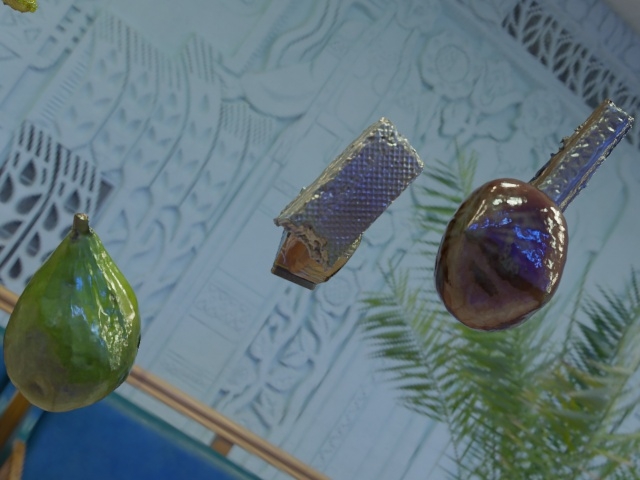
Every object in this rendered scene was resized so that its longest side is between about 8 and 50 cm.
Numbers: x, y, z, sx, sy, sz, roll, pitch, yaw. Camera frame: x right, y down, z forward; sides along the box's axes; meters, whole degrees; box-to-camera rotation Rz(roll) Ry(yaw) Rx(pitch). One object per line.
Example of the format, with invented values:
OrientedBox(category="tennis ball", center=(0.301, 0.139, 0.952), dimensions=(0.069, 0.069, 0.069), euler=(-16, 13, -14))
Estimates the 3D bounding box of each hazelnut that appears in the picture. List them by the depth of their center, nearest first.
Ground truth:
OrientedBox(category="hazelnut", center=(0.237, 0.019, 1.087), dimensions=(0.181, 0.212, 0.181), euler=(23, -3, -14))

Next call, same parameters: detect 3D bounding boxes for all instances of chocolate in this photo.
OrientedBox(category="chocolate", center=(0.502, -0.149, 1.563), dimensions=(0.102, 0.329, 0.065), euler=(45, -17, -7))

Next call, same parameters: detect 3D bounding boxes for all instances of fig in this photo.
OrientedBox(category="fig", center=(-0.390, 0.129, 1.340), dimensions=(0.233, 0.314, 0.233), euler=(36, 15, -11))

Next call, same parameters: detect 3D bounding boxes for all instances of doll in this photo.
OrientedBox(category="doll", center=(-0.708, -0.563, 1.807), dimensions=(0.162, 0.062, 0.106), euler=(32, -1, 29))

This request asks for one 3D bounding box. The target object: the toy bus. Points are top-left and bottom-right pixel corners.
OrientedBox(category="toy bus", center=(-0.031, -0.010, 2.072), dimensions=(0.139, 0.167, 0.275), euler=(23, 29, -6))

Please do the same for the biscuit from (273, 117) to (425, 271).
OrientedBox(category="biscuit", center=(0.045, -0.072, 1.195), dimensions=(0.108, 0.239, 0.062), euler=(49, -16, -17))

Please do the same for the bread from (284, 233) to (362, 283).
OrientedBox(category="bread", center=(0.000, 0.000, 1.725), dimensions=(0.114, 0.190, 0.132), euler=(26, 34, -33))
